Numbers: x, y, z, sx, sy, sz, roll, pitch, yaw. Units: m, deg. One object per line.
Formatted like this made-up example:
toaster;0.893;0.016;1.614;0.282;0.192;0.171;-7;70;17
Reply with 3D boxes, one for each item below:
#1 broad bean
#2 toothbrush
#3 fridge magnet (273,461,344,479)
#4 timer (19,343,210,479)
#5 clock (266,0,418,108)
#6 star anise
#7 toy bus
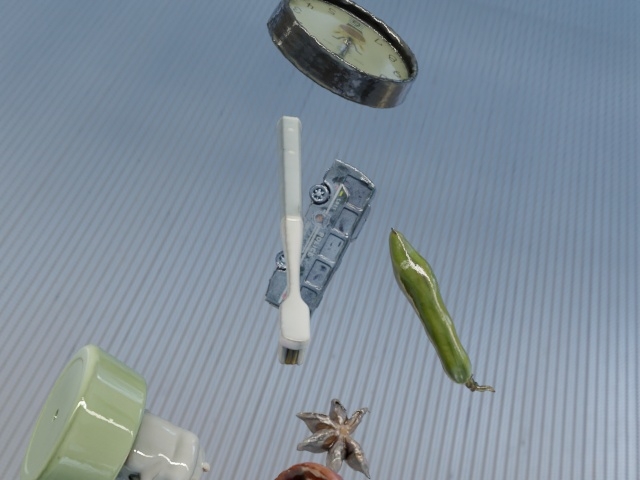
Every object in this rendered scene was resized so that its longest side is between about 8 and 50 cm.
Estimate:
broad bean;0.185;0.125;1.495;0.325;0.067;0.075;65;19;-4
toothbrush;-0.024;-0.020;0.766;0.025;0.030;0.342;6;35;-7
fridge magnet;-0.046;0.508;1.345;0.155;0.363;0.363;17;41;-27
timer;-0.362;0.389;1.737;0.315;0.291;0.291;29;42;-20
clock;0.029;-0.224;1.049;0.184;0.040;0.184;23;34;-17
star anise;0.031;0.425;1.997;0.172;0.063;0.208;12;43;-9
toy bus;0.000;0.000;0.947;0.065;0.047;0.166;27;85;4
